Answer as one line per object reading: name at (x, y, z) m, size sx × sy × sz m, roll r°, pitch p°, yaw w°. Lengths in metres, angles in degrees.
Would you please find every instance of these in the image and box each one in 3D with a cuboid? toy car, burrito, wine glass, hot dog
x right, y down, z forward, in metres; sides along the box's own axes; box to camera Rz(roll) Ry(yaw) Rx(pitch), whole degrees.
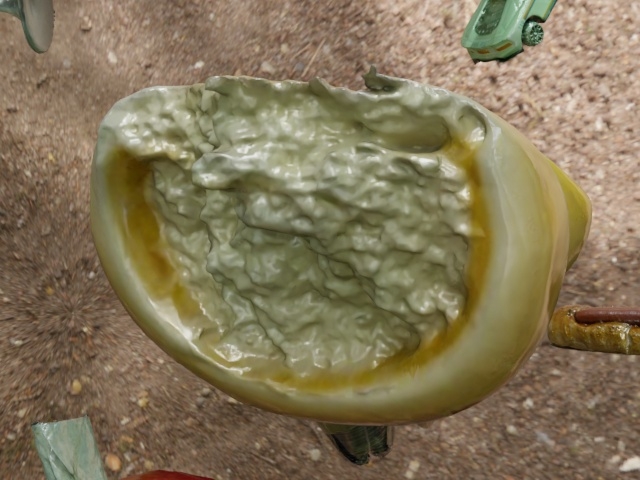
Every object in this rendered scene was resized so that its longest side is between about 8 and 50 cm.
toy car at (0.205, -0.261, 0.878) m, size 0.058 × 0.093 × 0.186 m, roll 37°, pitch 79°, yaw -29°
burrito at (-0.236, 0.225, 0.832) m, size 0.044 × 0.074 × 0.118 m, roll -20°, pitch 82°, yaw 19°
wine glass at (-0.315, -0.180, 0.672) m, size 0.195 × 0.079 × 0.079 m, roll -2°, pitch 86°, yaw 1°
hot dog at (0.341, 0.093, 0.923) m, size 0.066 × 0.216 × 0.047 m, roll -51°, pitch 125°, yaw -36°

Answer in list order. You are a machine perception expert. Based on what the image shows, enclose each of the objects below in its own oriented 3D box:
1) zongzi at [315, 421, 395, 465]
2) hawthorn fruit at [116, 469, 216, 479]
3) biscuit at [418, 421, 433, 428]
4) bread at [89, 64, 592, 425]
zongzi at (0.105, 0.171, 1.332) m, size 0.317 × 0.154 × 0.289 m, roll -31°, pitch 119°, yaw 6°
hawthorn fruit at (-0.048, 0.164, 0.286) m, size 0.181 × 0.235 × 0.181 m, roll 2°, pitch 52°, yaw -2°
biscuit at (0.249, 0.187, 1.429) m, size 0.044 × 0.186 × 0.295 m, roll 36°, pitch 62°, yaw 24°
bread at (0.004, -0.026, 0.751) m, size 0.245 × 0.424 × 0.329 m, roll -53°, pitch 140°, yaw -46°
